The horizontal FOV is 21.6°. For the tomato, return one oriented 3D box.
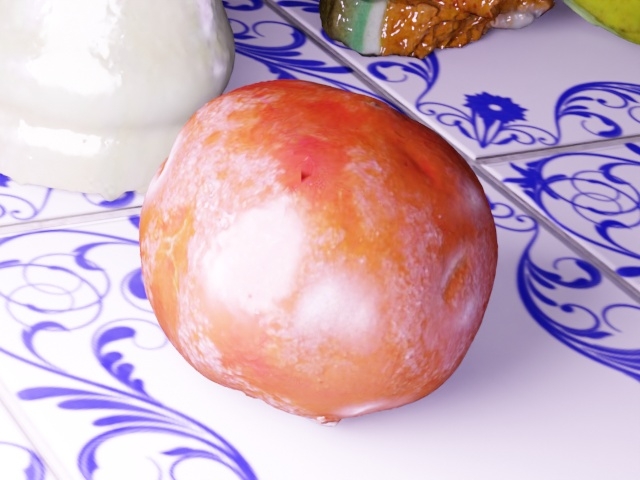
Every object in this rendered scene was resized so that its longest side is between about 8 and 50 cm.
[{"bbox_3d":[0.004,0.000,1.055,0.232,0.188,0.232,11,31,-7],"label":"tomato"}]

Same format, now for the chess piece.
[{"bbox_3d":[-0.151,-0.275,1.214,0.234,0.442,0.234,10,28,-5],"label":"chess piece"}]

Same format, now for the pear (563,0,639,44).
[{"bbox_3d":[0.379,-0.339,1.708,0.342,0.238,0.318,-21,69,-40],"label":"pear"}]

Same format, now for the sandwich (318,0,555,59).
[{"bbox_3d":[0.106,-0.262,1.627,0.212,0.109,0.292,28,32,26],"label":"sandwich"}]
